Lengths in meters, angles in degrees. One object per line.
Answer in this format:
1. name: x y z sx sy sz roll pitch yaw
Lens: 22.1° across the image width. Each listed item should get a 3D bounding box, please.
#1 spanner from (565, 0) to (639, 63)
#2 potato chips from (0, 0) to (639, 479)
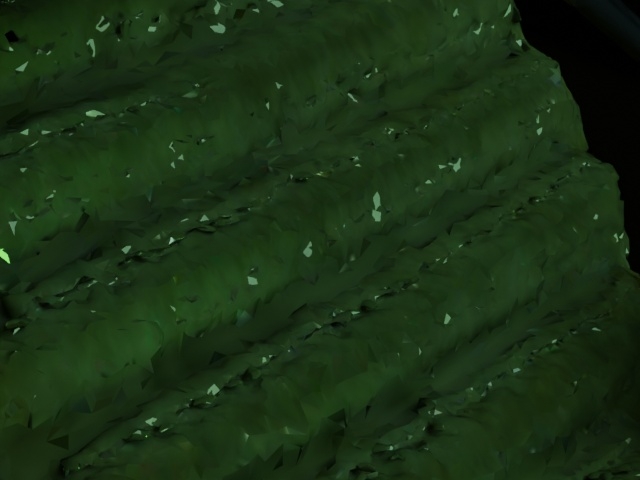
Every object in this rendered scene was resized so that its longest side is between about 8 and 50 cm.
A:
1. spanner: 0.077 -0.152 0.731 0.316 0.024 0.087 27 29 -50
2. potato chips: 0.000 0.000 0.568 0.358 0.070 0.429 53 38 5
